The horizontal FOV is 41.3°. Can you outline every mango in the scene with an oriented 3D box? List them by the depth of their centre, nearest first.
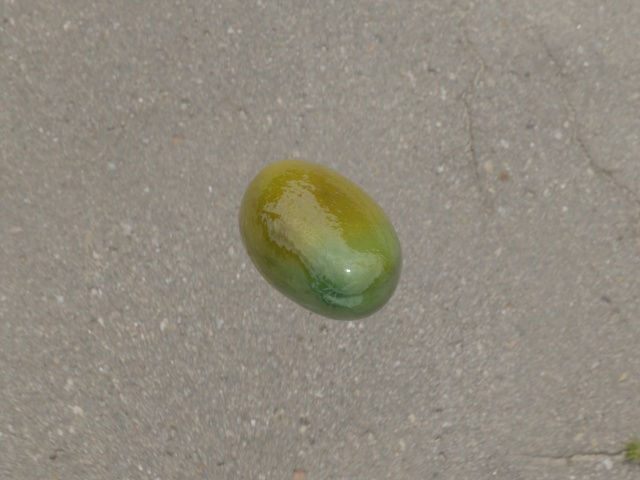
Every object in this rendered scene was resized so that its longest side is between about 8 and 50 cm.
[{"bbox_3d":[0.000,0.000,0.717,0.130,0.091,0.194,4,28,-17],"label":"mango"}]
